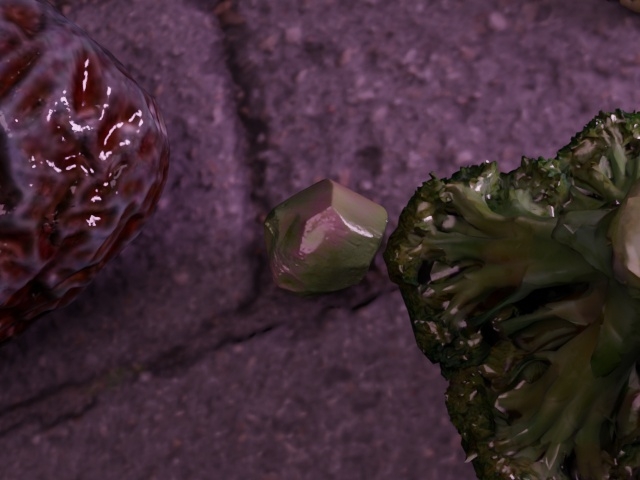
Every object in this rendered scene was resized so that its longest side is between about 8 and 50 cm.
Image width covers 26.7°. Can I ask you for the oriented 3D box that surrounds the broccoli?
[{"bbox_3d":[0.164,0.032,0.741,0.269,0.269,0.254,7,70,25],"label":"broccoli"}]

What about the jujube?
[{"bbox_3d":[-0.262,-0.033,0.979,0.317,0.226,0.226,-41,62,10],"label":"jujube"}]

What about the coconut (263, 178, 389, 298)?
[{"bbox_3d":[0.000,0.000,0.928,0.083,0.081,0.082,-4,66,70],"label":"coconut"}]

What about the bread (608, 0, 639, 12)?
[{"bbox_3d":[0.285,-0.340,0.923,0.248,0.279,0.315,1,116,24],"label":"bread"}]
